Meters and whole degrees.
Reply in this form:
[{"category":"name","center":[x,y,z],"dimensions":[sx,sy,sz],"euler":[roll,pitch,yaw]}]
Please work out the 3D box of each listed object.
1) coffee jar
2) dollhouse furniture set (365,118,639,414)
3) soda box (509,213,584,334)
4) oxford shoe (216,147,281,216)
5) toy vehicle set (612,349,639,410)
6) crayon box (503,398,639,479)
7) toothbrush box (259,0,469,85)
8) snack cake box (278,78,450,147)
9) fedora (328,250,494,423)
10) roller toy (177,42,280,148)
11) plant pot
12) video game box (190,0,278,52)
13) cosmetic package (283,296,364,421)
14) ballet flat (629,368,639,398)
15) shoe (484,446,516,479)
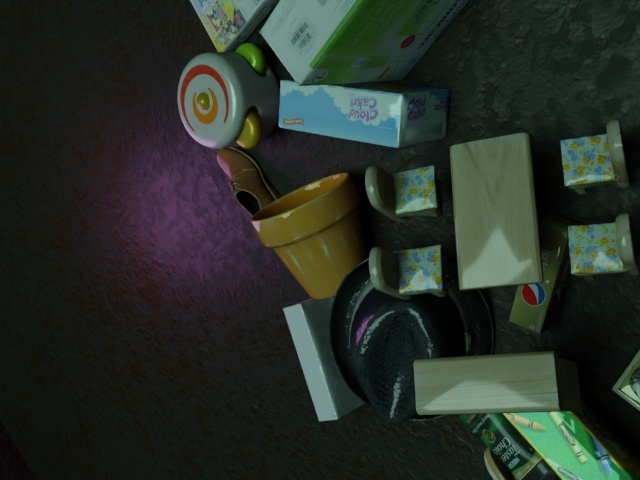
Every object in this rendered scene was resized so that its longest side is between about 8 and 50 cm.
[{"category":"coffee jar","center":[0.329,0.335,1.268],"dimensions":[0.184,0.079,0.096],"euler":[46,134,24]},{"category":"dollhouse furniture set","center":[0.240,0.036,1.025],"dimensions":[0.362,0.256,0.394],"euler":[-8,75,25]},{"category":"soda box","center":[0.359,0.053,1.187],"dimensions":[0.058,0.061,0.181],"euler":[24,115,35]},{"category":"oxford shoe","center":[-0.164,-0.125,1.584],"dimensions":[0.212,0.076,0.076],"euler":[48,129,23]},{"category":"toy vehicle set","center":[0.577,0.233,1.063],"dimensions":[0.267,0.035,0.166],"euler":[39,123,27]},{"category":"crayon box","center":[0.393,0.308,1.144],"dimensions":[0.081,0.165,0.278],"euler":[-47,69,14]},{"category":"toothbrush box","center":[0.078,-0.361,1.176],"dimensions":[0.122,0.283,0.206],"euler":[55,129,15]},{"category":"snack cake box","center":[0.073,-0.230,1.301],"dimensions":[0.264,0.152,0.089],"euler":[16,110,37]},{"category":"fedora","center":[0.142,0.191,1.291],"dimensions":[0.334,0.152,0.334],"euler":[5,108,16]},{"category":"roller toy","center":[-0.191,-0.283,1.517],"dimensions":[0.191,0.146,0.209],"euler":[-6,98,42]},{"category":"plant pot","center":[0.000,0.000,1.407],"dimensions":[0.205,0.205,0.188],"euler":[-14,106,42]},{"category":"video game box","center":[-0.188,-0.517,1.523],"dimensions":[0.187,0.048,0.205],"euler":[-37,76,38]},{"category":"cosmetic package","center":[0.009,0.234,1.509],"dimensions":[0.060,0.099,0.239],"euler":[-19,87,41]},{"category":"ballet flat","center":[0.491,0.243,1.088],"dimensions":[0.041,0.041,0.114],"euler":[-45,72,38]},{"category":"shoe","center":[0.346,0.457,1.291],"dimensions":[0.058,0.076,0.219],"euler":[-43,75,33]}]
